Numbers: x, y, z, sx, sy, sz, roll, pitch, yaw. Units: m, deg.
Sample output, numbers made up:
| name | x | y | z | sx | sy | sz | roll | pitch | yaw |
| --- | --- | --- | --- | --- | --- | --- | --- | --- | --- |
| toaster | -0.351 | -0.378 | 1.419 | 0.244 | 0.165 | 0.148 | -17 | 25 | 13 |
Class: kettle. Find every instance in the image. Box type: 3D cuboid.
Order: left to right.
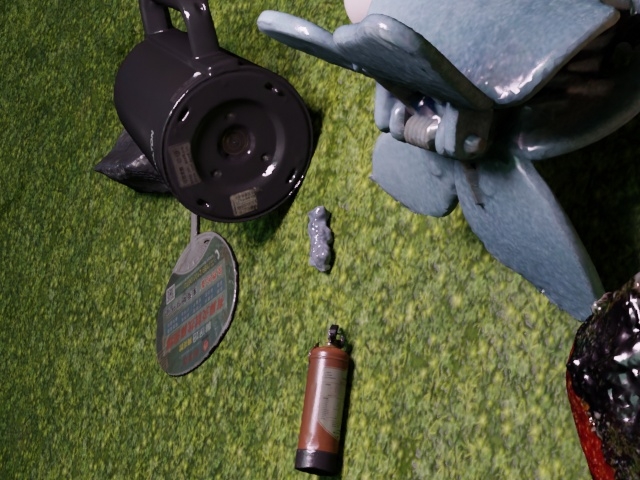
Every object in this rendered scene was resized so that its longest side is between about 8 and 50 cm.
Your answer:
| name | x | y | z | sx | sy | sz | roll | pitch | yaw |
| --- | --- | --- | --- | --- | --- | --- | --- | --- | --- |
| kettle | -0.176 | -0.186 | 1.896 | 0.203 | 0.262 | 0.308 | -44 | 30 | -2 |

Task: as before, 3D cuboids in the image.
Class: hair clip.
| name | x | y | z | sx | sy | sz | roll | pitch | yaw |
| --- | --- | --- | --- | --- | --- | --- | --- | --- | --- |
| hair clip | 0.152 | -0.161 | 1.303 | 0.238 | 0.392 | 0.318 | -49 | 36 | -11 |

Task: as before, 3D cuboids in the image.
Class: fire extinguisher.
| name | x | y | z | sx | sy | sz | roll | pitch | yaw |
| --- | --- | --- | --- | --- | --- | --- | --- | --- | --- |
| fire extinguisher | 0.005 | 0.176 | 1.621 | 0.062 | 0.050 | 0.177 | 73 | -155 | -73 |

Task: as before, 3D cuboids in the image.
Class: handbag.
| name | x | y | z | sx | sy | sz | roll | pitch | yaw |
| --- | --- | --- | --- | --- | --- | --- | --- | --- | --- |
| handbag | -0.255 | -0.162 | 2.183 | 0.270 | 0.088 | 0.175 | 3 | 69 | 65 |

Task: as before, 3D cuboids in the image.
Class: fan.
| name | x | y | z | sx | sy | sz | roll | pitch | yaw |
| --- | --- | --- | --- | --- | --- | --- | --- | --- | --- |
| fan | -0.189 | 0.069 | 2.032 | 0.223 | 0.012 | 0.294 | -61 | 33 | 23 |

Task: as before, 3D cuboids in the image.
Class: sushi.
| name | x | y | z | sx | sy | sz | roll | pitch | yaw |
| --- | --- | --- | --- | --- | --- | --- | --- | --- | --- |
| sushi | 0.278 | 0.136 | 1.098 | 0.126 | 0.136 | 0.225 | -47 | 43 | 51 |

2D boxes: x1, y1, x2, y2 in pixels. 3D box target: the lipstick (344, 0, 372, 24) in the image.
| name | x | y | z | sx | sy | sz | roll | pitch | yaw |
| --- | --- | --- | --- | --- | --- | --- | --- | --- | --- |
| lipstick | 0.148 | -0.287 | 1.566 | 0.327 | 0.087 | 0.087 | 0 | 76 | 59 |

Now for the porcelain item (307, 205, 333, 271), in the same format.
| name | x | y | z | sx | sy | sz | roll | pitch | yaw |
| --- | --- | --- | --- | --- | --- | --- | --- | --- | --- |
| porcelain item | 0.000 | 0.000 | 1.734 | 0.036 | 0.028 | 0.083 | 124 | 148 | -58 |
